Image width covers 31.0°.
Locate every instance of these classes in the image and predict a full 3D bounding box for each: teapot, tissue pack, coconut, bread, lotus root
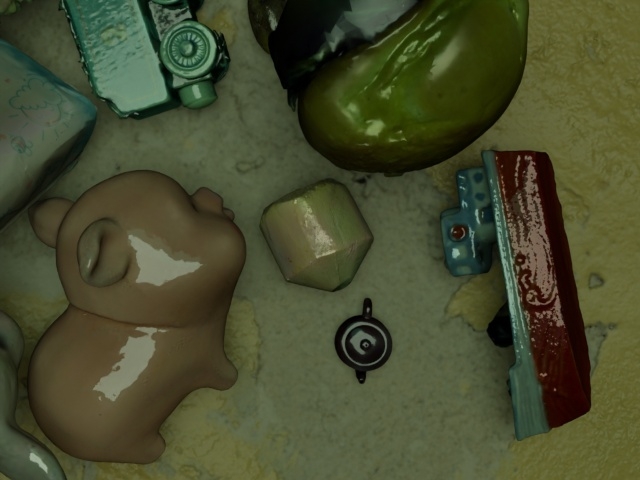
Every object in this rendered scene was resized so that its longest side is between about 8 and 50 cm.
[{"bbox_3d":[0.052,0.118,1.355,0.068,0.045,0.100,5,90,-4],"label":"teapot"},{"bbox_3d":[-0.392,-0.101,1.229,0.201,0.271,0.124,32,133,2],"label":"tissue pack"},{"bbox_3d":[0.000,0.000,1.320,0.116,0.116,0.122,-24,85,-3],"label":"coconut"},{"bbox_3d":[0.078,-0.173,1.197,0.251,0.376,0.208,-9,92,-2],"label":"bread"},{"bbox_3d":[-0.058,-0.267,1.354,0.054,0.049,0.099,-16,84,-1],"label":"lotus root"}]

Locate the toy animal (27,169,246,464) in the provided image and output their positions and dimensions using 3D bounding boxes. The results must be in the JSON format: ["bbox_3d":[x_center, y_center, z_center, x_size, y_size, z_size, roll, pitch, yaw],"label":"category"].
[{"bbox_3d":[-0.210,0.080,1.272,0.269,0.237,0.326,42,84,-30],"label":"toy animal"}]

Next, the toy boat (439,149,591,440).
[{"bbox_3d":[0.220,0.063,1.323,0.133,0.145,0.331,-11,88,20],"label":"toy boat"}]

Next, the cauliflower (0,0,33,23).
[{"bbox_3d":[-0.347,-0.365,1.228,0.239,0.315,0.256,23,53,-35],"label":"cauliflower"}]

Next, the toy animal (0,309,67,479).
[{"bbox_3d":[-0.416,0.162,1.189,0.368,0.196,0.241,23,103,37],"label":"toy animal"}]

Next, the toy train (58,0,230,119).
[{"bbox_3d":[-0.198,-0.239,1.319,0.163,0.112,0.203,-18,89,3],"label":"toy train"}]
